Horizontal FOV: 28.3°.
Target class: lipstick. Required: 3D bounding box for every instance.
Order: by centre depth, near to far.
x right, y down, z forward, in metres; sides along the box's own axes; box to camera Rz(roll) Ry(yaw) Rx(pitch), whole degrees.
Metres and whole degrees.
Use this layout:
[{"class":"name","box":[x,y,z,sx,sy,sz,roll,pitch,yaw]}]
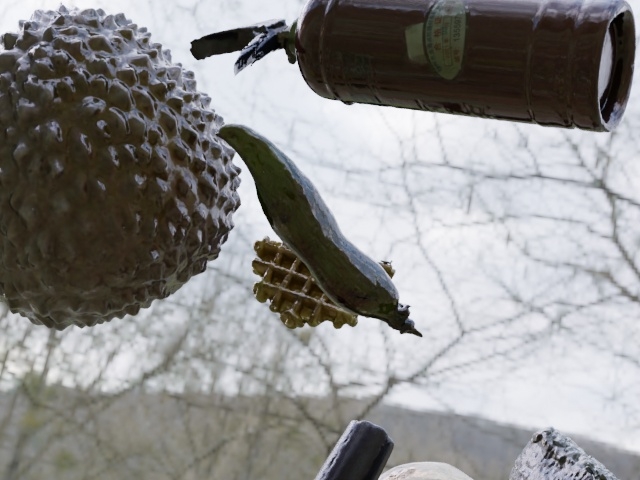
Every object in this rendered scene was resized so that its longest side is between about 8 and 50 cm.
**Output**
[{"class":"lipstick","box":[-0.032,0.396,1.497,0.077,0.418,0.077,24,-30,15]}]

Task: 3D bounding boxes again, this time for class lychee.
[{"class":"lychee","box":[-0.286,-0.083,1.584,0.380,0.380,0.432,7,-50,13]}]

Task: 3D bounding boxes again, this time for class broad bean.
[{"class":"broad bean","box":[0.000,0.000,1.430,0.061,0.077,0.339,-15,-60,50]}]

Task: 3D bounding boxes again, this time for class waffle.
[{"class":"waffle","box":[0.004,0.049,1.692,0.192,0.160,0.046,-13,-36,0]}]

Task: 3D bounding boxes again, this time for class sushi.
[{"class":"sushi","box":[0.314,0.322,1.551,0.136,0.126,0.225,37,-3,-20]}]

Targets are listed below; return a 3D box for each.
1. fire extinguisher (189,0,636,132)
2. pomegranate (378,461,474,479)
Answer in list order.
[{"class":"fire extinguisher","box":[0.060,-0.146,0.993,0.344,0.138,0.102,10,-57,27]},{"class":"pomegranate","box":[0.151,0.502,1.933,0.319,0.319,0.319,11,-21,4]}]
